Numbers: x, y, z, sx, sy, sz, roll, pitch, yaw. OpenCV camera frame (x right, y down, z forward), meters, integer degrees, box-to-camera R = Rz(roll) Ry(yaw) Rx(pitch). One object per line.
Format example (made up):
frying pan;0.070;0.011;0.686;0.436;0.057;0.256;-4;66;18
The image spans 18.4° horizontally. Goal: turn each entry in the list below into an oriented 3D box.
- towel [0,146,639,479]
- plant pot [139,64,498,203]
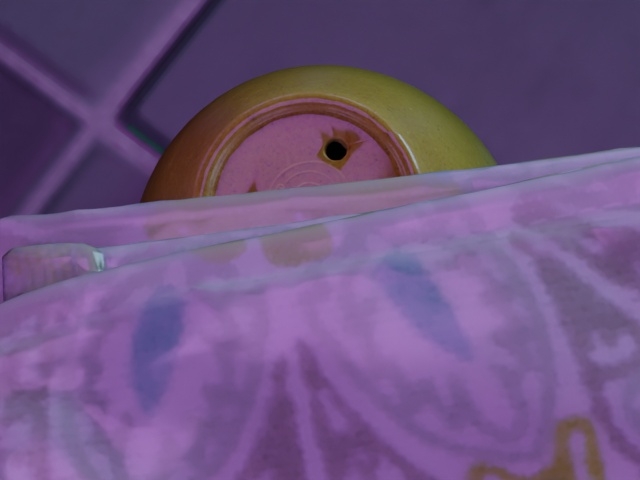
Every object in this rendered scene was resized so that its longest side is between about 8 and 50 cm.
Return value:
towel;0.070;0.155;0.477;0.320;0.090;0.374;-9;73;-1
plant pot;0.000;0.000;0.620;0.134;0.095;0.134;-1;78;3
